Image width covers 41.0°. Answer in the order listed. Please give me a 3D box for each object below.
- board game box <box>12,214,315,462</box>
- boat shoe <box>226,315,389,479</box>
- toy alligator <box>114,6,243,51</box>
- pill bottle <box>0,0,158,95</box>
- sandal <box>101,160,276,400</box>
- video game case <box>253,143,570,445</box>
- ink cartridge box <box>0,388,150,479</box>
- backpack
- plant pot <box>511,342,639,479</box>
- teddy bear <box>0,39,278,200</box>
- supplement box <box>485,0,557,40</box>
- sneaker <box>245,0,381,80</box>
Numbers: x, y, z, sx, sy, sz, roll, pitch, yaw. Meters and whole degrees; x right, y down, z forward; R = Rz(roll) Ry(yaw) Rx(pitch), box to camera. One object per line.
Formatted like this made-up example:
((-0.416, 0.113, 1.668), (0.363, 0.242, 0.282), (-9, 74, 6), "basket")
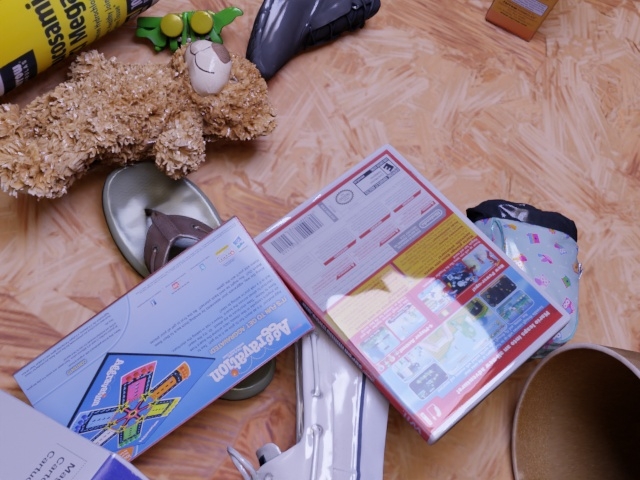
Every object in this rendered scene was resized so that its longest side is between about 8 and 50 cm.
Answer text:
((-0.160, 0.114, 0.882), (0.281, 0.027, 0.145), (-35, 84, -2), "board game box")
((-0.020, 0.238, 0.857), (0.156, 0.136, 0.367), (11, 63, -6), "boat shoe")
((-0.189, -0.260, 1.079), (0.189, 0.056, 0.051), (-6, 105, 2), "toy alligator")
((-0.354, -0.275, 0.953), (0.334, 0.188, 0.188), (-39, 79, -21), "pill bottle")
((-0.136, 0.031, 0.945), (0.120, 0.086, 0.303), (-28, 75, -20), "sandal")
((0.092, 0.045, 0.909), (0.204, 0.025, 0.285), (-36, 69, -19), "video game case")
((-0.298, 0.300, 0.706), (0.324, 0.330, 0.071), (-54, 130, -25), "ink cartridge box")
((0.230, 0.051, 0.993), (0.152, 0.115, 0.182), (12, 69, -9), "backpack")
((0.377, 0.230, 0.904), (0.254, 0.237, 0.237), (5, 66, -24), "plant pot")
((-0.218, -0.149, 0.965), (0.338, 0.113, 0.245), (-10, 33, -5), "teddy bear")
((0.300, -0.365, 1.111), (0.080, 0.233, 0.078), (29, 66, 2), "supplement box")
((0.004, -0.308, 1.107), (0.130, 0.109, 0.286), (33, 68, -3), "sneaker")
